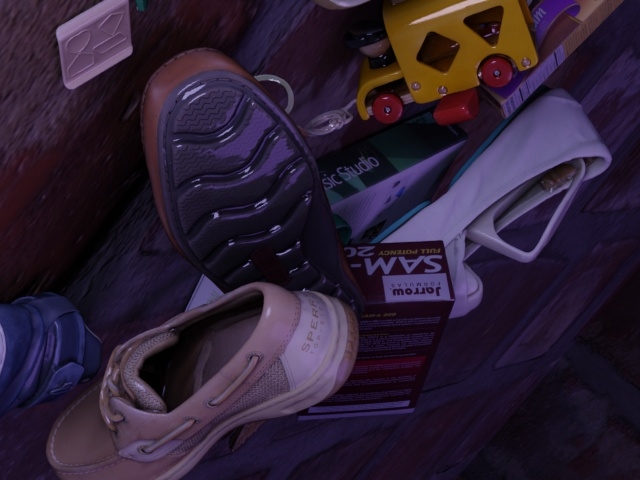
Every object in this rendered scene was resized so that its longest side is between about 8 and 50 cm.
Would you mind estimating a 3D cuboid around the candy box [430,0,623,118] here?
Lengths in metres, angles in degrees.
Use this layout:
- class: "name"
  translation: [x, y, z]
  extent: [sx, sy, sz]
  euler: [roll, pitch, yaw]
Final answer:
- class: "candy box"
  translation: [0.203, -0.222, 1.527]
  extent: [0.187, 0.109, 0.053]
  euler: [-45, 162, -1]

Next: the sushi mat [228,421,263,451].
- class: "sushi mat"
  translation: [-0.040, 0.167, 1.884]
  extent: [0.151, 0.019, 0.316]
  euler: [-41, 172, -20]

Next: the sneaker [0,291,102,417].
- class: "sneaker"
  translation: [-0.271, 0.133, 1.283]
  extent: [0.226, 0.086, 0.163]
  euler: [-52, 162, 26]

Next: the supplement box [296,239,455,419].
- class: "supplement box"
  translation: [0.046, 0.093, 1.578]
  extent: [0.130, 0.073, 0.239]
  euler: [-3, 149, -10]

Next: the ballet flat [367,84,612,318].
- class: "ballet flat"
  translation: [0.157, -0.004, 1.689]
  extent: [0.400, 0.139, 0.139]
  euler: [-42, 162, -13]

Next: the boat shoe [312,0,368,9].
- class: "boat shoe"
  translation: [0.079, -0.256, 1.223]
  extent: [0.223, 0.080, 0.073]
  euler: [-34, 164, -21]

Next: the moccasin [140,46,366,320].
- class: "moccasin"
  translation: [-0.057, -0.044, 1.300]
  extent: [0.139, 0.147, 0.380]
  euler: [-31, 150, 5]

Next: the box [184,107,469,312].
- class: "box"
  translation: [0.000, 0.000, 1.648]
  extent: [0.322, 0.058, 0.232]
  euler: [-28, 155, -46]

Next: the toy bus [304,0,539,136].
- class: "toy bus"
  translation: [0.090, -0.179, 1.372]
  extent: [0.202, 0.191, 0.104]
  euler: [-37, 117, -28]

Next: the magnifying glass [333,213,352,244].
- class: "magnifying glass"
  translation: [-0.059, 0.055, 1.507]
  extent: [0.231, 0.026, 0.092]
  euler: [-37, 160, -19]

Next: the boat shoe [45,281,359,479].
- class: "boat shoe"
  translation: [-0.126, 0.115, 1.308]
  extent: [0.341, 0.121, 0.110]
  euler: [-31, 140, 33]

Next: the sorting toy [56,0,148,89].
- class: "sorting toy"
  translation: [-0.144, -0.144, 1.079]
  extent: [0.083, 0.012, 0.062]
  euler: [-35, 155, -21]
